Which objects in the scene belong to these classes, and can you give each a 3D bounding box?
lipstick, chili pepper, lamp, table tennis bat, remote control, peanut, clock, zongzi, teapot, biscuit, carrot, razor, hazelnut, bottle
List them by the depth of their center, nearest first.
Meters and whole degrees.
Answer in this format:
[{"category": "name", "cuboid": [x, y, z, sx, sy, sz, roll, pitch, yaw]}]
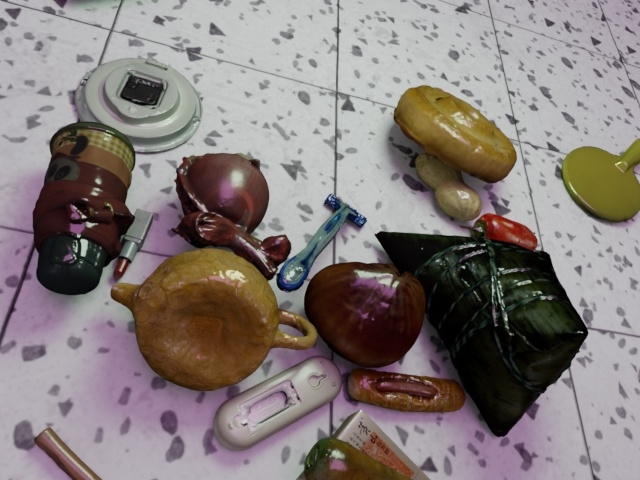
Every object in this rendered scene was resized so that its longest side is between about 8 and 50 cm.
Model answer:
[{"category": "carrot", "cuboid": [0.116, 0.359, 0.724, 0.298, 0.078, 0.078, 26, 55, -8]}, {"category": "teapot", "cuboid": [-0.156, 0.107, 0.786, 0.311, 0.203, 0.167, 11, 15, -13]}, {"category": "bottle", "cuboid": [-0.357, -0.049, 0.797, 0.143, 0.156, 0.271, 3, 56, -13]}, {"category": "remote control", "cuboid": [-0.060, 0.247, 0.807, 0.221, 0.042, 0.078, -21, 69, -29]}, {"category": "lipstick", "cuboid": [-0.311, 0.009, 0.857, 0.030, 0.030, 0.129, 18, 57, -11]}, {"category": "hazelnut", "cuboid": [0.074, 0.112, 0.861, 0.204, 0.178, 0.178, 29, 55, -3]}, {"category": "lamp", "cuboid": [-0.154, -0.047, 0.884, 0.215, 0.151, 0.223, 23, 61, -24]}, {"category": "razor", "cuboid": [0.006, -0.009, 0.908, 0.093, 0.056, 0.324, 36, 33, 3]}, {"category": "zongzi", "cuboid": [0.262, 0.099, 0.931, 0.362, 0.319, 0.383, 14, 40, 2]}, {"category": "clock", "cuboid": [-0.343, -0.275, 0.999, 0.237, 0.053, 0.236, 10, 57, -16]}, {"category": "chili pepper", "cuboid": [0.361, -0.015, 1.095, 0.192, 0.086, 0.084, 12, 88, -25]}, {"category": "peanut", "cuboid": [0.274, -0.119, 1.130, 0.082, 0.082, 0.187, -20, 69, -29]}, {"category": "biscuit", "cuboid": [0.303, -0.244, 1.149, 0.296, 0.102, 0.296, 21, 33, -15]}, {"category": "table tennis bat", "cuboid": [0.772, -0.179, 1.374, 0.369, 0.054, 0.224, -34, 76, -28]}]

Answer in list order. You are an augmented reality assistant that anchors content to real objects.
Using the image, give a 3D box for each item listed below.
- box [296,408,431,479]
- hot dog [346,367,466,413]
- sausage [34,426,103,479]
[{"category": "box", "cuboid": [0.082, 0.376, 0.776, 0.201, 0.058, 0.141, 45, 56, 9]}, {"category": "hot dog", "cuboid": [0.150, 0.255, 0.880, 0.216, 0.047, 0.066, 12, 60, -14]}, {"category": "sausage", "cuboid": [-0.327, 0.295, 0.688, 0.116, 0.026, 0.026, 41, 55, 5]}]
